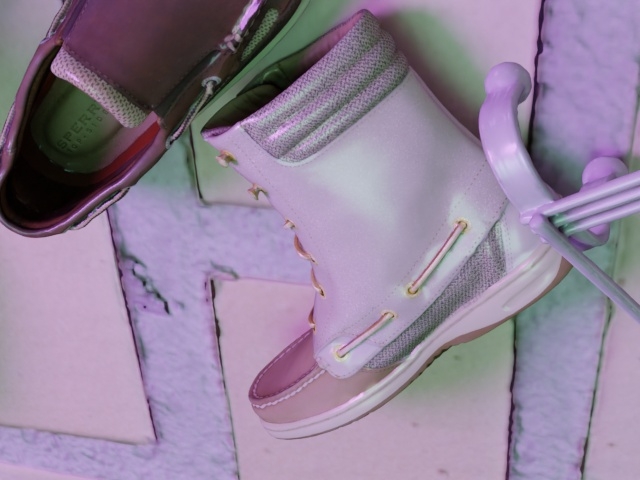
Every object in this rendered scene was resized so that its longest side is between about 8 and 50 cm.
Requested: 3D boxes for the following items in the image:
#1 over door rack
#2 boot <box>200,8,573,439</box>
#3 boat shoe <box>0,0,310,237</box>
[{"bbox_3d":[0.244,-0.004,0.497,0.239,0.108,0.324,-19,134,30],"label":"over door rack"},{"bbox_3d":[0.000,0.000,0.583,0.165,0.077,0.213,42,123,-17],"label":"boot"},{"bbox_3d":[-0.075,-0.086,0.523,0.095,0.095,0.257,33,130,-10],"label":"boat shoe"}]
